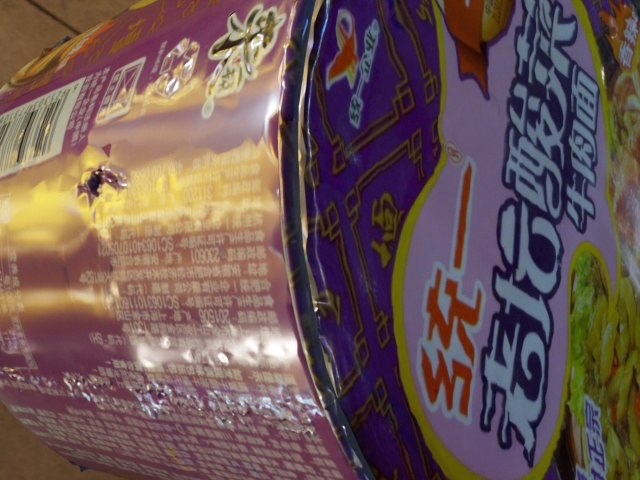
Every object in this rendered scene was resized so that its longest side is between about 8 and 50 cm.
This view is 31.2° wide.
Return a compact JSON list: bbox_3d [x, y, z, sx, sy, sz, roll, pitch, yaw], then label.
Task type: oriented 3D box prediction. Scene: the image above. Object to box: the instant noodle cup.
[{"bbox_3d":[0.000,0.000,0.566,0.265,0.339,0.340,-8,85,40],"label":"instant noodle cup"}]
